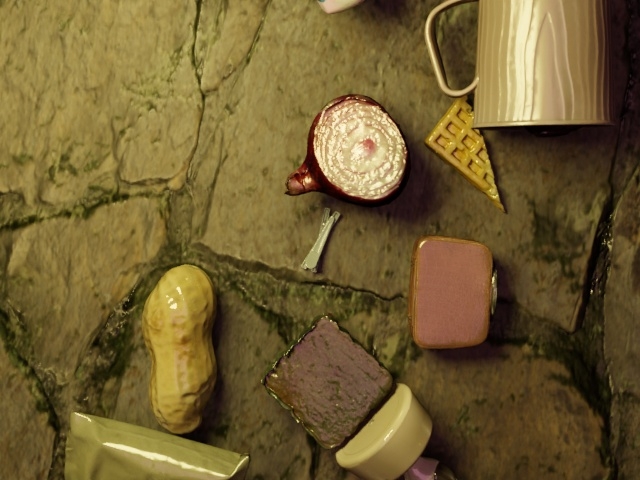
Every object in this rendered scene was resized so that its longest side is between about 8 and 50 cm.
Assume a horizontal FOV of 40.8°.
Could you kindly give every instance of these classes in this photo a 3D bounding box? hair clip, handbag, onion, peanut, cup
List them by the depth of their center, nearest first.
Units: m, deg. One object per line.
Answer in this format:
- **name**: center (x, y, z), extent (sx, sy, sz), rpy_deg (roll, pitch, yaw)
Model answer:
- **cup**: center (0.332, -0.305, 1.397), extent (0.288, 0.208, 0.273), rpy_deg (3, 96, 34)
- **onion**: center (0.037, -0.129, 1.426), extent (0.218, 0.140, 0.195), rpy_deg (-31, 91, 2)
- **peanut**: center (-0.238, 0.186, 1.458), extent (0.130, 0.130, 0.290), rpy_deg (-1, 95, -1)
- **handbag**: center (-0.290, 0.435, 1.470), extent (0.315, 0.109, 0.253), rpy_deg (12, 113, 1)
- **handbag**: center (0.227, 0.090, 1.483), extent (0.151, 0.072, 0.193), rpy_deg (4, 94, -2)
- **hair clip**: center (0.001, 0.000, 1.488), extent (0.030, 0.039, 0.115), rpy_deg (21, 93, -8)

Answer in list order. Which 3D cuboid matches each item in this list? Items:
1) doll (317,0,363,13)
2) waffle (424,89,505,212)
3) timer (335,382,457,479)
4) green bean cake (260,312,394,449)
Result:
- **doll**: center (0.082, -0.523, 1.339), extent (0.310, 0.284, 0.240), rpy_deg (-32, 138, -2)
- **waffle**: center (0.284, -0.154, 1.484), extent (0.191, 0.032, 0.125), rpy_deg (37, 90, -7)
- **timer**: center (0.177, 0.394, 1.476), extent (0.266, 0.175, 0.175), rpy_deg (43, 93, -13)
- **green bean cake**: center (0.011, 0.239, 1.481), extent (0.181, 0.094, 0.173), rpy_deg (43, 92, -1)
